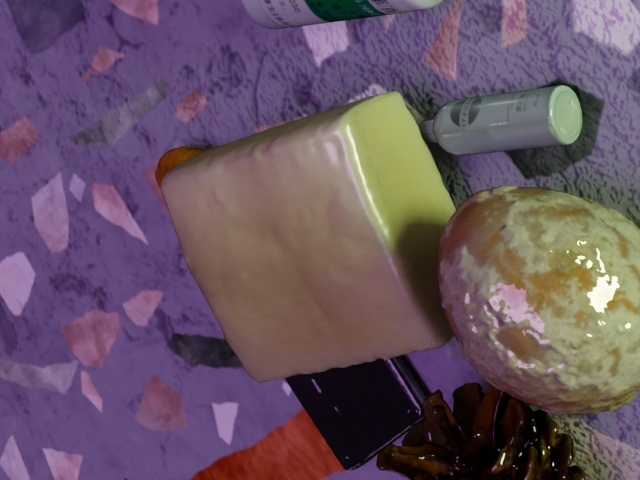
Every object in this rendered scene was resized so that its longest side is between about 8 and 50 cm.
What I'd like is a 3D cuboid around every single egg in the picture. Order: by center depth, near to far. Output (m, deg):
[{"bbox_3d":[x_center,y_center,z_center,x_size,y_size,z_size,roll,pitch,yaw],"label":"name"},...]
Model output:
[{"bbox_3d":[0.208,0.051,1.575,0.233,0.195,0.195,43,130,4],"label":"egg"}]

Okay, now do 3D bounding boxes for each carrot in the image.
[{"bbox_3d":[-0.078,-0.058,1.866,0.257,0.061,0.061,12,114,33],"label":"carrot"}]

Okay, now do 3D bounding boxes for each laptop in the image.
[{"bbox_3d":[0.019,0.130,1.873,0.154,0.026,0.207,-42,78,42],"label":"laptop"}]

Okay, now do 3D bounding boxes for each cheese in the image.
[{"bbox_3d":[0.000,0.000,1.733,0.265,0.124,0.242,-15,109,43],"label":"cheese"}]

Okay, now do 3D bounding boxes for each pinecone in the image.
[{"bbox_3d":[0.156,0.244,1.690,0.202,0.201,0.229,-33,52,18],"label":"pinecone"}]

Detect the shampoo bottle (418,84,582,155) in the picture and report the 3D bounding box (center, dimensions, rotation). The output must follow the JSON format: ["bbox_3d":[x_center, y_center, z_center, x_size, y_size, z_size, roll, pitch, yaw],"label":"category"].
[{"bbox_3d":[0.150,-0.108,1.651,0.195,0.056,0.056,-5,103,41],"label":"shampoo bottle"}]

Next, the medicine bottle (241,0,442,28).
[{"bbox_3d":[0.043,-0.257,1.659,0.260,0.095,0.095,-4,104,41],"label":"medicine bottle"}]
